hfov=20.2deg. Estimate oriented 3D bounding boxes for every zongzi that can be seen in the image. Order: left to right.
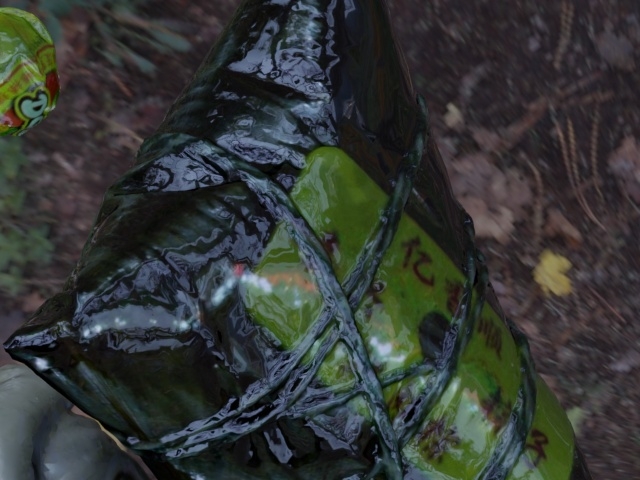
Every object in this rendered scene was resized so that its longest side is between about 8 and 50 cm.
[{"bbox_3d":[0.000,0.000,1.030,0.319,0.383,0.362,3,59,35],"label":"zongzi"}]

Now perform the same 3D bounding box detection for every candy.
[{"bbox_3d":[-0.189,-0.127,0.809,0.058,0.062,0.194,-41,91,-15],"label":"candy"}]

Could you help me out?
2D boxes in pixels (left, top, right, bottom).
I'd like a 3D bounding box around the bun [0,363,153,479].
[{"bbox_3d":[-0.191,0.218,1.054,0.211,0.359,0.360,-22,77,21],"label":"bun"}]
